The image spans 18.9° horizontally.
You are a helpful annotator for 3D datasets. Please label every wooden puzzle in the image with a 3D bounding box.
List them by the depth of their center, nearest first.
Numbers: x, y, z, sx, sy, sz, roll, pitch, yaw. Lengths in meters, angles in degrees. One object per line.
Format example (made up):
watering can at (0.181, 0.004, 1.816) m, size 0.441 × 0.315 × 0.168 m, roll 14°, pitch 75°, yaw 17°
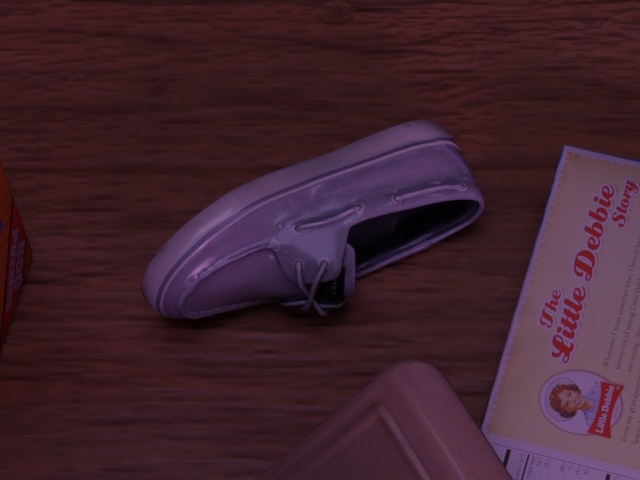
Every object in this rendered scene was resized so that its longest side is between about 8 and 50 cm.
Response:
wooden puzzle at (0.023, 0.218, 1.061) m, size 0.238 × 0.044 × 0.221 m, roll -39°, pitch 62°, yaw 12°

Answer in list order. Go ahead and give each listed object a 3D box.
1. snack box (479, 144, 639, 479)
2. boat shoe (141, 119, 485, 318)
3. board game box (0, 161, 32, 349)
snack box at (0.196, 0.104, 1.144) m, size 0.187 × 0.060 × 0.322 m, roll 14°, pitch 61°, yaw 11°
boat shoe at (0.001, 0.000, 1.206) m, size 0.227 × 0.079 × 0.081 m, roll -26°, pitch 57°, yaw -15°
board game box at (-0.404, 0.039, 1.046) m, size 0.356 × 0.356 × 0.356 m, roll 9°, pitch 61°, yaw 9°
